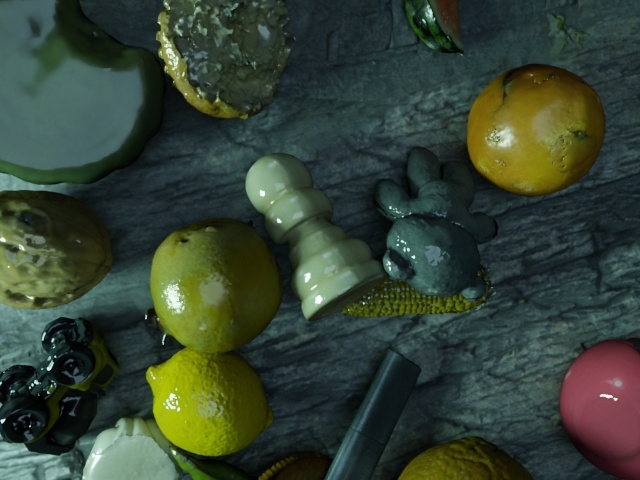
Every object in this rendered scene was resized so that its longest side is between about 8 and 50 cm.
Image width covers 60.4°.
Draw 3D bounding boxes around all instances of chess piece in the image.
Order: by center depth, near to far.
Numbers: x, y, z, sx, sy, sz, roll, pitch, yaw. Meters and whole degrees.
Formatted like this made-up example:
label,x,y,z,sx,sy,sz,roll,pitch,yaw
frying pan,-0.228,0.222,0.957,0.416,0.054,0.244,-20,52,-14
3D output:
label,x,y,z,sx,sy,sz,roll,pitch,yaw
chess piece,-0.023,-0.024,0.974,0.167,0.167,0.299,-28,76,-9

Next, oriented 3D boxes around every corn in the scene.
label,x,y,z,sx,sy,sz,roll,pitch,yaw
corn,0.188,0.093,1.080,0.318,0.115,0.115,-3,93,-10

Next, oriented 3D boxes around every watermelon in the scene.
label,x,y,z,sx,sy,sz,roll,pitch,yaw
watermelon,0.226,-0.483,1.085,0.119,0.063,0.245,-13,90,-29

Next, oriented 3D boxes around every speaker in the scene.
label,x,y,z,sx,sy,sz,roll,pitch,yaw
speaker,0.664,0.350,1.152,0.294,0.294,0.294,-1,93,-11

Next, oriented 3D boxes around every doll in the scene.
label,x,y,z,sx,sy,sz,roll,pitch,yaw
doll,0.209,-0.027,1.029,0.246,0.340,0.158,18,132,-10

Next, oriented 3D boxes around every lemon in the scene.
label,x,y,z,sx,sy,sz,roll,pitch,yaw
lemon,-0.194,0.282,0.974,0.244,0.187,0.187,31,87,-13

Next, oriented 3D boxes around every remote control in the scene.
label,x,y,z,sx,sy,sz,roll,pitch,yaw
remote control,0.083,0.399,1.066,0.107,0.044,0.377,39,74,-39

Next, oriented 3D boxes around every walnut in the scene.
label,x,y,z,sx,sy,sz,roll,pitch,yaw
walnut,-0.467,0.013,0.901,0.245,0.198,0.198,13,90,-19

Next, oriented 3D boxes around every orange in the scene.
label,x,y,z,sx,sy,sz,roll,pitch,yaw
orange,0.265,0.549,1.019,0.322,0.322,0.357,25,77,-11
orange,0.399,-0.205,1.033,0.246,0.246,0.246,-1,93,-11

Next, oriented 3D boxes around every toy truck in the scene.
label,x,y,z,sx,sy,sz,roll,pitch,yaw
toy truck,-0.442,0.256,0.956,0.224,0.147,0.165,-51,124,-7

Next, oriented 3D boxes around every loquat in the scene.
label,x,y,z,sx,sy,sz,roll,pitch,yaw
loquat,-0.184,0.079,0.942,0.244,0.244,0.243,-1,93,-11

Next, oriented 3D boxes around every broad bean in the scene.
label,x,y,z,sx,sy,sz,roll,pitch,yaw
broad bean,-0.150,0.461,1.027,0.339,0.077,0.061,38,61,-30

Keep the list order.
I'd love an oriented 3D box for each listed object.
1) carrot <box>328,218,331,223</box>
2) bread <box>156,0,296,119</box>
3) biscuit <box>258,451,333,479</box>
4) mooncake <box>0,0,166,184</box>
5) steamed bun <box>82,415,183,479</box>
label,x,y,z,sx,sy,sz,roll,pitch,yaw
carrot,0.000,0.000,1.068,0.048,0.048,0.139,0,95,-11
bread,-0.166,-0.346,0.937,0.274,0.149,0.274,-23,124,-39
biscuit,-0.057,0.544,1.033,0.305,0.038,0.305,-8,103,-38
mooncake,-0.433,-0.248,0.889,0.351,0.187,0.351,-2,94,-22
steamed bun,-0.334,0.405,0.992,0.183,0.106,0.182,-2,98,-15
